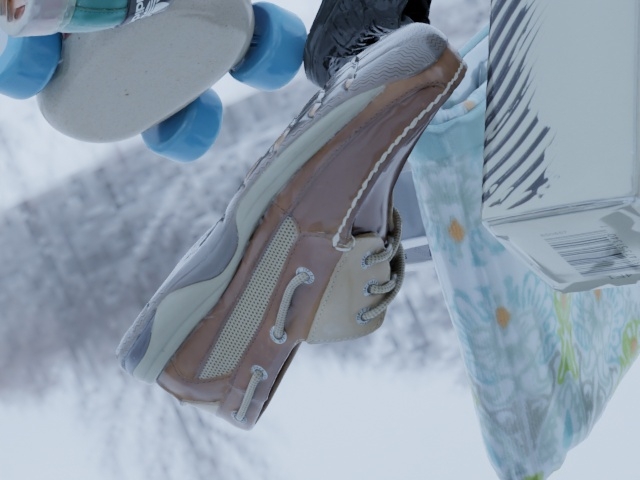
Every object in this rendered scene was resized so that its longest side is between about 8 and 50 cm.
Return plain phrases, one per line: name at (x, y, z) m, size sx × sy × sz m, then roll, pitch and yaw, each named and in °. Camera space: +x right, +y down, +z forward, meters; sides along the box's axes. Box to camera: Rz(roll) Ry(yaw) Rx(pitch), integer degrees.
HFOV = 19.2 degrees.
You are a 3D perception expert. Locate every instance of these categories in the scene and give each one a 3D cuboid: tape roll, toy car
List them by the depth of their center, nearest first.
toy car at (-0.164, -0.223, 1.588) m, size 0.219 × 0.238 × 0.210 m, roll 19°, pitch 134°, yaw -42°
tape roll at (0.111, -0.021, 2.004) m, size 0.219 × 0.072 × 0.219 m, roll -9°, pitch 170°, yaw -2°

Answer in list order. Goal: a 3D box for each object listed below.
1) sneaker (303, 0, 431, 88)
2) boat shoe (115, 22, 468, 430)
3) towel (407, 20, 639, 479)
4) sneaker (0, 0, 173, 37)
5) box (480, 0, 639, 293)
sneaker at (0.047, -0.181, 1.511) m, size 0.051 × 0.089 × 0.170 m, roll -24°, pitch 139°, yaw -50°
boat shoe at (0.000, 0.000, 1.132) m, size 0.324 × 0.116 × 0.123 m, roll -49°, pitch -178°, yaw 41°
towel at (0.200, -0.031, 1.555) m, size 0.090 × 0.320 × 0.374 m, roll -4°, pitch -154°, yaw 33°
sneaker at (-0.185, -0.257, 1.265) m, size 0.121 × 0.302 × 0.108 m, roll -3°, pitch 148°, yaw -33°
box at (0.158, -0.118, 1.073) m, size 0.094 × 0.275 × 0.113 m, roll -10°, pitch 151°, yaw 29°
